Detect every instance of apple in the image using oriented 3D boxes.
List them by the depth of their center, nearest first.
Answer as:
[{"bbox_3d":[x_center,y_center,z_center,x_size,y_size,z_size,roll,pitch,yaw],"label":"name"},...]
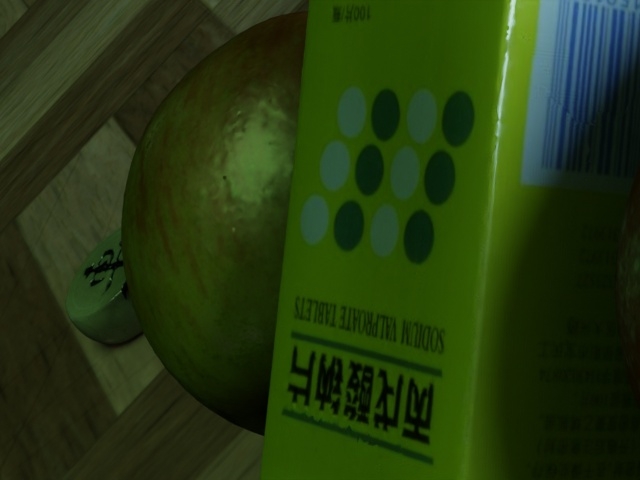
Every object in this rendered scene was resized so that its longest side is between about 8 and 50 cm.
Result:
[{"bbox_3d":[0.000,0.000,0.791,0.196,0.196,0.196,-32,34,25],"label":"apple"}]

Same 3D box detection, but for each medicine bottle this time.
[{"bbox_3d":[0.073,0.006,0.644,0.137,0.141,0.250,8,93,54],"label":"medicine bottle"}]

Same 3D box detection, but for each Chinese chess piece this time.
[{"bbox_3d":[-0.127,0.027,1.076,0.084,0.034,0.084,-33,32,24],"label":"Chinese chess piece"}]

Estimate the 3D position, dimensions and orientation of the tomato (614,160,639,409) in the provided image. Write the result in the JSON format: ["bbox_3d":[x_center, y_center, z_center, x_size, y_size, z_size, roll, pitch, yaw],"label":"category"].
[{"bbox_3d":[0.212,-0.003,0.497,0.270,0.222,0.270,-29,37,24],"label":"tomato"}]
